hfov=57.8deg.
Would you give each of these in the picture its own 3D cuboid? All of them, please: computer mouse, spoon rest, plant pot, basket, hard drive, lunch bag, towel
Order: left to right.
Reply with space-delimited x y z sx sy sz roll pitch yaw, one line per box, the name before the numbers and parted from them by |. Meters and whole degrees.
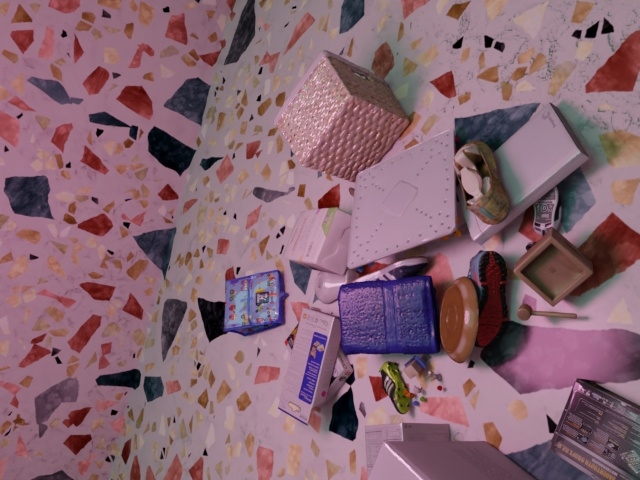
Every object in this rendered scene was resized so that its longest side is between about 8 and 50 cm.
lunch bag | -0.248 0.255 2.389 0.293 0.138 0.221 -18 63 34
spoon rest | 0.059 0.153 2.067 0.276 0.084 0.137 -21 61 62
basket | 0.078 -0.420 2.024 0.331 0.328 0.266 -51 48 27
towel | 0.206 0.229 1.748 0.308 0.076 0.227 -7 82 26
plant pot | 0.369 0.214 1.580 0.236 0.032 0.236 -175 90 -84
hard drive | 0.523 -0.177 1.561 0.353 0.047 0.233 -45 31 33
computer mouse | 0.586 -0.048 1.488 0.106 0.042 0.193 6 89 57

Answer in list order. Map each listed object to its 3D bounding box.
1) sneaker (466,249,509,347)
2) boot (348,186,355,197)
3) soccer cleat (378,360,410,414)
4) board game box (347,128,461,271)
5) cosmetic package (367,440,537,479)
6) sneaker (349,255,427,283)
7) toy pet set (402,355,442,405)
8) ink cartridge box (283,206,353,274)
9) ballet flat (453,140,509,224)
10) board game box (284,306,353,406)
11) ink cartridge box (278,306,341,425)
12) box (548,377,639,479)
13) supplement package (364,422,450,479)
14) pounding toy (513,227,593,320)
sneaker | 0.443 0.157 1.576 0.125 0.104 0.261 -169 86 -81
boot | 0.153 -0.178 2.079 0.087 0.042 0.118 -47 46 22
soccer cleat | 0.224 0.453 1.766 0.072 0.060 0.179 -57 34 37
board game box | 0.260 -0.119 1.807 0.390 0.050 0.390 -23 46 38
cosmetic package | 0.315 0.676 1.295 0.327 0.394 0.329 31 102 51
sneaker | 0.229 0.157 1.823 0.282 0.099 0.153 -26 71 32
toy pet set | 0.294 0.403 1.705 0.114 0.065 0.122 50 128 7
ink cartridge box | 0.000 0.000 2.083 0.353 0.119 0.207 5 72 68
ballet flat | 0.418 -0.184 1.579 0.123 0.123 0.348 -46 30 32
board game box | -0.013 0.411 2.073 0.193 0.053 0.305 -56 42 22
ink cartridge box | -0.033 0.427 1.997 0.176 0.069 0.371 10 82 51
box | 0.633 0.432 1.252 0.231 0.056 0.183 25 99 52
supplement package | 0.241 0.604 1.574 0.149 0.194 0.203 -25 59 46
pounding toy | 0.560 0.108 1.417 0.181 0.094 0.206 43 118 7
